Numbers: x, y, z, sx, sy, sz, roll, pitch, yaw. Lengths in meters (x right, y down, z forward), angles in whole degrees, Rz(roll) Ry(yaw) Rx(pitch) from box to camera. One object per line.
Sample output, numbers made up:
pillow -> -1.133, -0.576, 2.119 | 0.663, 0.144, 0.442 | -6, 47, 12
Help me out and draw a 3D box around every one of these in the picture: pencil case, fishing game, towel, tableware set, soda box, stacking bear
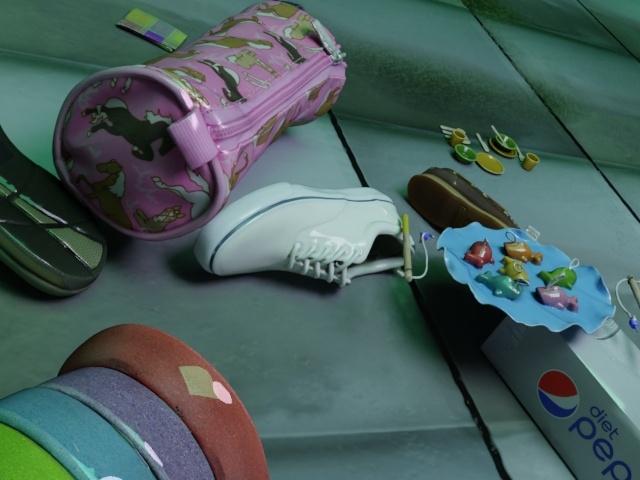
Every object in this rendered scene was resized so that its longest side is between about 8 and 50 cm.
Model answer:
pencil case -> -0.098, -0.136, 0.762 | 0.160, 0.167, 0.386 | 35, 31, 1
fishing game -> 0.207, 0.025, 0.756 | 0.264, 0.041, 0.189 | 17, 28, 1
towel -> -0.222, -0.279, 1.007 | 0.083, 0.009, 0.060 | 25, 36, -6
tableware set -> 0.256, -0.136, 1.131 | 0.154, 0.024, 0.104 | 10, 41, -23
soda box -> 0.287, 0.177, 0.725 | 0.098, 0.091, 0.286 | -5, 48, -37
stacking bear -> -0.172, 0.180, 0.387 | 0.175, 0.164, 0.289 | 38, 42, 13

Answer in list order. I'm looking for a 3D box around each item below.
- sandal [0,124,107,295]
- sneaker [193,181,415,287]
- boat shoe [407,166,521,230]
sandal -> -0.311, -0.059, 0.639 | 0.303, 0.086, 0.120 | 49, 33, 2
sneaker -> 0.000, 0.000, 0.749 | 0.258, 0.094, 0.091 | -12, 48, -41
boat shoe -> 0.198, -0.019, 0.915 | 0.073, 0.073, 0.207 | -16, 55, -41
